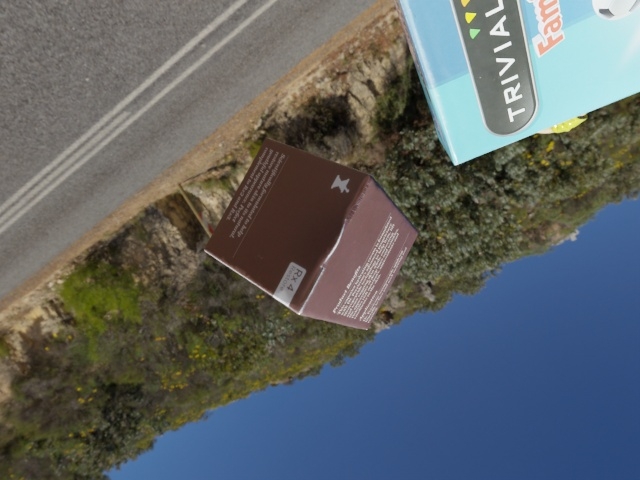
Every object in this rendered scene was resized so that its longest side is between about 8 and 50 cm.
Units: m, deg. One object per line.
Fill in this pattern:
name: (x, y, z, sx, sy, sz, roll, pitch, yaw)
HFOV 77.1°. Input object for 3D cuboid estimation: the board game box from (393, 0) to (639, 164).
board game box: (0.213, -0.235, 0.271, 0.336, 0.253, 0.079, -22, -149, 16)

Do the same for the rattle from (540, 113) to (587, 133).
rattle: (0.302, -0.253, 0.572, 0.143, 0.199, 0.130, -8, -165, -14)

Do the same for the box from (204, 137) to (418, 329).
box: (0.000, 0.000, 0.538, 0.168, 0.167, 0.203, -61, 147, -2)
